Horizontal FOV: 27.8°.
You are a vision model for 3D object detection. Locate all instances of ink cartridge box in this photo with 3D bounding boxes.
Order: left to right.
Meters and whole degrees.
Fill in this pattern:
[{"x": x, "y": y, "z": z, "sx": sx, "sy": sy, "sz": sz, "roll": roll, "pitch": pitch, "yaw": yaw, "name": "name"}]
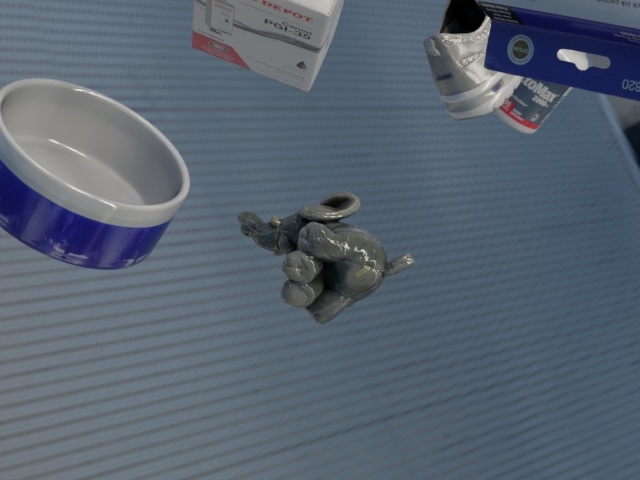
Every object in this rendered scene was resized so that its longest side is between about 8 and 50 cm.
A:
[{"x": -0.077, "y": -0.354, "z": 1.907, "sx": 0.207, "sy": 0.283, "sz": 0.117, "roll": 22, "pitch": 73, "yaw": 0, "name": "ink cartridge box"}, {"x": 0.253, "y": -0.251, "z": 1.195, "sx": 0.045, "sy": 0.223, "sz": 0.224, "roll": -3, "pitch": 106, "yaw": -52, "name": "ink cartridge box"}]

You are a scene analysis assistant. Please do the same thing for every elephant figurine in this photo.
[{"x": 0.000, "y": 0.000, "z": 1.954, "sx": 0.186, "sy": 0.169, "sz": 0.239, "roll": 31, "pitch": 17, "yaw": -22, "name": "elephant figurine"}]

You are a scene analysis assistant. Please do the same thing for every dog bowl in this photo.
[{"x": -0.305, "y": -0.086, "z": 1.633, "sx": 0.265, "sy": 0.104, "sz": 0.265, "roll": 26, "pitch": 27, "yaw": -14, "name": "dog bowl"}]

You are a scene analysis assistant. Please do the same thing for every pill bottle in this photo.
[{"x": 0.326, "y": -0.255, "z": 1.892, "sx": 0.108, "sy": 0.180, "sz": 0.108, "roll": 30, "pitch": 26, "yaw": -17, "name": "pill bottle"}]

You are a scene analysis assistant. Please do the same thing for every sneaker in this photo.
[{"x": 0.201, "y": -0.261, "z": 1.429, "sx": 0.115, "sy": 0.105, "sz": 0.281, "roll": 55, "pitch": 47, "yaw": -29, "name": "sneaker"}]
